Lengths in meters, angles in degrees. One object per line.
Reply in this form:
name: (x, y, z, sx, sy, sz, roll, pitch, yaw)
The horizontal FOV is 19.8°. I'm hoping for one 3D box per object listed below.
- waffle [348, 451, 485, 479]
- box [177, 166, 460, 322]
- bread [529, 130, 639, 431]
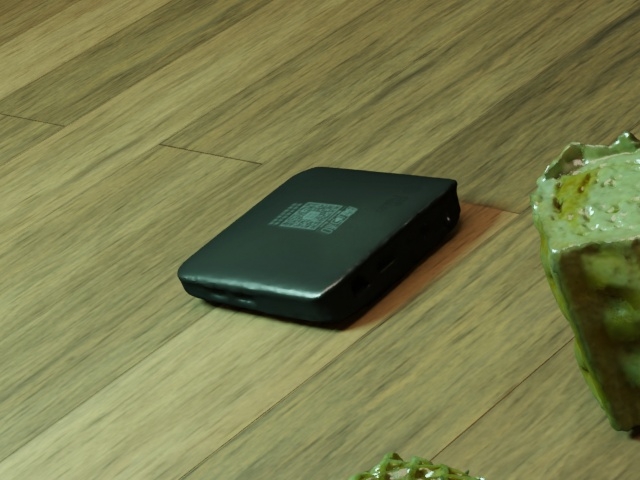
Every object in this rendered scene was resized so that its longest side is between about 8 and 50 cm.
waffle: (0.067, 0.276, 1.769, 0.208, 0.054, 0.214, -39, 27, -30)
box: (0.000, 0.000, 2.340, 0.289, 0.073, 0.290, 7, 36, 42)
bread: (0.334, 0.047, 1.843, 0.196, 0.252, 0.238, -18, 29, 2)
